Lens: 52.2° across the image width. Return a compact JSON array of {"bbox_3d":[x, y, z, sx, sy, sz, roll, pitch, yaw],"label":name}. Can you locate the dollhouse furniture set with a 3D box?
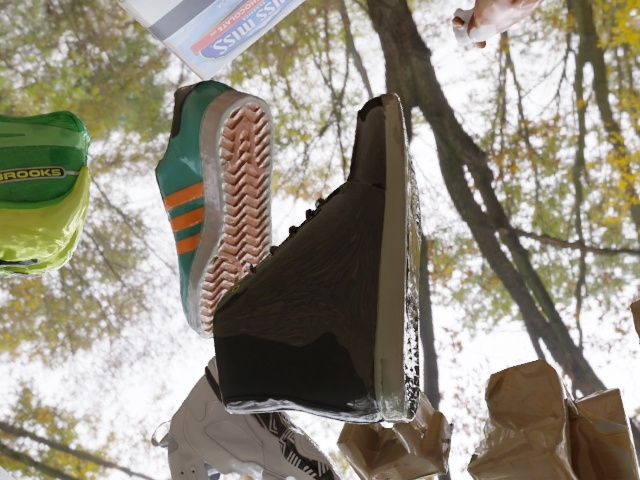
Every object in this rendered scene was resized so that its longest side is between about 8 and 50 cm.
[{"bbox_3d":[0.191,0.272,0.459,0.362,0.256,0.394,-27,-166,27],"label":"dollhouse furniture set"}]

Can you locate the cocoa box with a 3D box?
[{"bbox_3d":[-0.123,-0.431,0.851,0.347,0.228,0.231,-37,-109,7],"label":"cocoa box"}]

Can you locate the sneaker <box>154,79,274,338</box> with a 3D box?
[{"bbox_3d":[-0.129,-0.035,0.763,0.108,0.302,0.121,-13,-148,-43],"label":"sneaker"}]

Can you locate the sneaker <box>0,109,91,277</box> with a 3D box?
[{"bbox_3d":[-0.278,-0.066,0.392,0.295,0.109,0.123,17,-109,-4],"label":"sneaker"}]

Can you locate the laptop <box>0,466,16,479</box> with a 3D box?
[{"bbox_3d":[-0.256,0.214,0.263,0.236,0.408,0.382,-49,180,-18],"label":"laptop"}]

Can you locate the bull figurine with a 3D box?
[{"bbox_3d":[0.334,-0.448,1.161,0.188,0.101,0.310,-64,-169,4],"label":"bull figurine"}]

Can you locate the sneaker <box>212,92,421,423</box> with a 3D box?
[{"bbox_3d":[0.000,0.000,0.410,0.118,0.083,0.222,-3,-122,15],"label":"sneaker"}]

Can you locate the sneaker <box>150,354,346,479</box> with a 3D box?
[{"bbox_3d":[-0.120,0.387,1.125,0.366,0.137,0.210,42,-100,17],"label":"sneaker"}]
